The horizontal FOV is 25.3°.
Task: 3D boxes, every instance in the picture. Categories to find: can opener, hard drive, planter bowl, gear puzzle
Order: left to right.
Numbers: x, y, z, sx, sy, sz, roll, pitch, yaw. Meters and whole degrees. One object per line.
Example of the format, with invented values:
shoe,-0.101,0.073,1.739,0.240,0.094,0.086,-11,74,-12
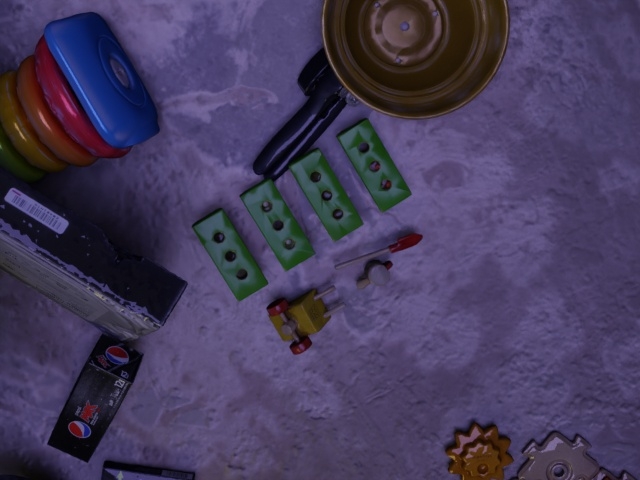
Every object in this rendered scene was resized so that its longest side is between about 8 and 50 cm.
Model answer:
hard drive,-0.282,0.025,1.569,0.237,0.339,0.064,33,78,-9
can opener,-0.011,-0.145,1.699,0.059,0.073,0.186,25,105,-46
planter bowl,0.104,-0.250,1.656,0.217,0.090,0.217,-1,97,-6
gear puzzle,0.304,0.340,1.797,0.339,0.044,0.175,39,97,-8

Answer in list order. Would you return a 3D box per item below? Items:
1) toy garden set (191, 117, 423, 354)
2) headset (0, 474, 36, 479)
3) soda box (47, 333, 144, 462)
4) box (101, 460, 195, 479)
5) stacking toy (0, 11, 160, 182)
toy garden set,0.000,0.000,1.724,0.244,0.049,0.203,-31,103,-1
headset,-0.293,0.447,1.667,0.185,0.243,0.394,-26,107,35
soda box,-0.269,0.190,1.704,0.060,0.053,0.169,27,129,-7
box,-0.225,0.363,1.788,0.116,0.029,0.162,8,102,-3
stacking toy,-0.352,-0.123,1.648,0.302,0.175,0.165,-27,98,14
